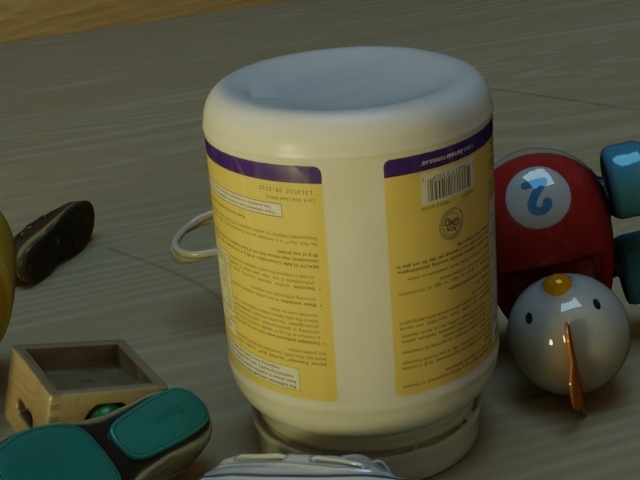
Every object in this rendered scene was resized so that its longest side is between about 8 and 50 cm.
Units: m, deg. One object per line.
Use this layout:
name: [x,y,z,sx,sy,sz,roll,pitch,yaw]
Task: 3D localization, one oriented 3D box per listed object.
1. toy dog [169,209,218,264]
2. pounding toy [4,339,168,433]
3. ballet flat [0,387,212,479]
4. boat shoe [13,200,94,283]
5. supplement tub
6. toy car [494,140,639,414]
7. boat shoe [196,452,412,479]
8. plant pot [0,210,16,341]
toy dog: [0.000,0.000,1.461,0.220,0.161,0.333,12,42,30]
pounding toy: [-0.215,0.163,1.138,0.130,0.100,0.141,-1,20,-31]
ballet flat: [-0.183,0.185,1.030,0.086,0.086,0.248,12,12,35]
boat shoe: [-0.342,-0.005,1.593,0.060,0.064,0.178,6,27,21]
supplement tub: [0.032,0.019,1.103,0.241,0.331,0.241,-4,22,1]
toy car: [0.222,0.051,1.193,0.219,0.210,0.238,-13,34,7]
boat shoe: [0.022,0.199,0.976,0.258,0.095,0.084,5,28,21]
plant pot: [-0.414,0.084,1.186,0.254,0.254,0.239,-7,38,-6]
